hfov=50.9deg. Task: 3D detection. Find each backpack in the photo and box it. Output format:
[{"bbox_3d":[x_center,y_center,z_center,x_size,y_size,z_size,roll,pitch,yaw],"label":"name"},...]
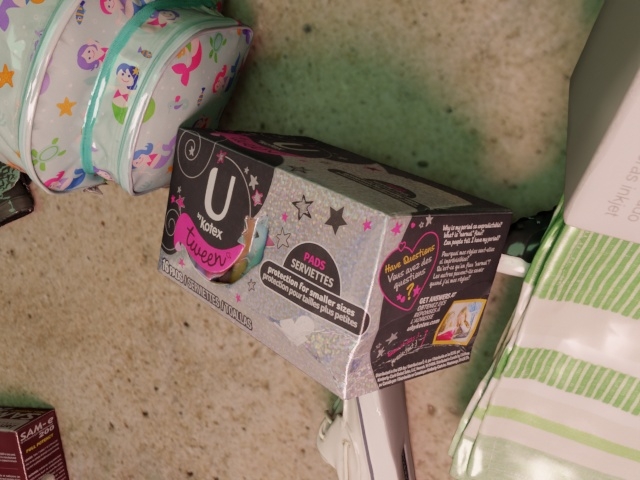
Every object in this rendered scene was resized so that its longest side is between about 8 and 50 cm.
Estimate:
[{"bbox_3d":[-0.195,-0.151,0.607,0.191,0.253,0.225,32,111,14],"label":"backpack"}]

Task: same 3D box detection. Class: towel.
[{"bbox_3d":[0.262,0.106,0.531,0.248,0.038,0.324,16,118,6],"label":"towel"}]

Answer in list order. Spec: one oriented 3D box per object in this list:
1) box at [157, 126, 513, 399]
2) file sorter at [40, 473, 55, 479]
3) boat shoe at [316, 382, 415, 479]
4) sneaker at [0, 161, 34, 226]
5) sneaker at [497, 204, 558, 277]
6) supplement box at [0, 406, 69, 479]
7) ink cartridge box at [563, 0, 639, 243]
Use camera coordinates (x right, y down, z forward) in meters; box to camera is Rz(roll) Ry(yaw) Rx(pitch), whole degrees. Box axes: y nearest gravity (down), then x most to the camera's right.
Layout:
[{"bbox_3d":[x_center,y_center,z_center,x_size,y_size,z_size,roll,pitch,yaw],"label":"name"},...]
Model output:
[{"bbox_3d":[0.000,0.000,0.564,0.247,0.163,0.142,25,110,41],"label":"box"},{"bbox_3d":[-0.232,0.405,0.741,0.278,0.193,0.173,18,104,2],"label":"file sorter"},{"bbox_3d":[0.041,0.198,0.673,0.088,0.096,0.267,-5,107,19],"label":"boat shoe"},{"bbox_3d":[-0.415,-0.061,0.835,0.170,0.051,0.089,-19,93,21],"label":"sneaker"},{"bbox_3d":[0.223,-0.028,0.558,0.217,0.079,0.121,7,101,13],"label":"sneaker"},{"bbox_3d":[-0.406,0.349,0.902,0.130,0.073,0.239,-4,100,22],"label":"supplement box"},{"bbox_3d":[0.363,-0.104,0.326,0.395,0.166,0.285,15,139,7],"label":"ink cartridge box"}]
